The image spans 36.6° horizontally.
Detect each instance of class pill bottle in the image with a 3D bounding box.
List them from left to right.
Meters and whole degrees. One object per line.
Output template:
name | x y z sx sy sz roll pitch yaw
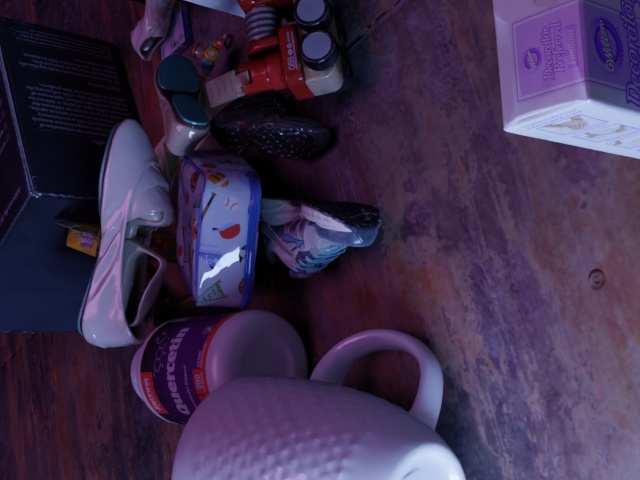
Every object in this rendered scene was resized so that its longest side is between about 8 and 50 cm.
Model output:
pill bottle | -0.180 0.212 1.584 0.323 0.181 0.181 -12 77 50

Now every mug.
mug | 0.031 0.284 1.280 0.328 0.276 0.374 -1 55 46

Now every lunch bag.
lunch bag | -0.172 -0.019 1.589 0.303 0.115 0.243 -133 45 -71

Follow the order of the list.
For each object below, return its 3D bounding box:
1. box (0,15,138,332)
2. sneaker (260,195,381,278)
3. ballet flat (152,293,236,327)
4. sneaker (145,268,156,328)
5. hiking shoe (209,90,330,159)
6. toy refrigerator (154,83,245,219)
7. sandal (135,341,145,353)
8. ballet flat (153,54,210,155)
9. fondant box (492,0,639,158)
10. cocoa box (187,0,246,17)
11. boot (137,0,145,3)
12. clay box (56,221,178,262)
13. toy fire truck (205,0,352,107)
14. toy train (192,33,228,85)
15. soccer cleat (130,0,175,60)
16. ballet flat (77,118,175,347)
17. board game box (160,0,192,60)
box | -0.611 -0.123 2.064 0.480 0.297 0.471 -46 51 37
sneaker | 0.000 0.000 1.460 0.283 0.110 0.122 11 101 60
ballet flat | -0.228 0.115 1.746 0.250 0.084 0.058 -23 50 52
sneaker | -0.353 0.122 1.859 0.237 0.085 0.086 -113 10 -62
hiking shoe | -0.074 -0.201 1.568 0.227 0.086 0.114 11 58 31
toy refrigerator | -0.235 -0.155 1.757 0.269 0.094 0.102 -45 51 40
sandal | -0.280 0.214 1.830 0.179 0.040 0.067 -17 78 34
ballet flat | -0.240 -0.224 1.628 0.086 0.086 0.248 -59 28 29
fondant box | 0.301 -0.206 0.912 0.096 0.330 0.238 -13 77 50
cocoa box | -0.168 -0.585 1.613 0.228 0.231 0.347 47 121 44
boot | -0.373 -0.614 1.830 0.138 0.377 0.284 17 95 10
clay box | -0.372 0.003 1.812 0.127 0.222 0.053 14 97 51
toy fire truck | -0.087 -0.309 1.503 0.246 0.158 0.217 -12 74 12
toy train | -0.224 -0.305 1.763 0.125 0.046 0.166 -93 28 -68
soccer cleat | -0.315 -0.439 1.886 0.196 0.068 0.076 -56 50 40
ballet flat | -0.318 -0.005 1.677 0.139 0.139 0.400 14 94 51
board game box | -0.288 -0.411 1.912 0.090 0.020 0.090 -27 66 46
